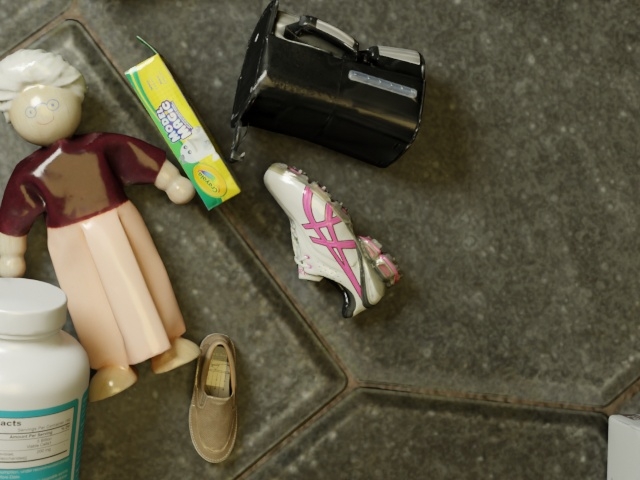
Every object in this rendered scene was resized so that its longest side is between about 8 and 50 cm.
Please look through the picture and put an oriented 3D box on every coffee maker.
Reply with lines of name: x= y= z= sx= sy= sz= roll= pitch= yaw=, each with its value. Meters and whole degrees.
coffee maker: x=0.006 y=-0.137 z=1.169 sx=0.178 sy=0.120 sz=0.171 roll=17 pitch=90 yaw=-14

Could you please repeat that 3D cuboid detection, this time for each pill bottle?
pill bottle: x=-0.294 y=0.173 z=1.062 sx=0.146 sy=0.146 sz=0.264 roll=6 pitch=105 yaw=-13

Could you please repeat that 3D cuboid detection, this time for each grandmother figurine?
grandmother figurine: x=-0.226 y=-0.028 z=1.128 sx=0.207 sy=0.104 sz=0.342 roll=-25 pitch=100 yaw=-20

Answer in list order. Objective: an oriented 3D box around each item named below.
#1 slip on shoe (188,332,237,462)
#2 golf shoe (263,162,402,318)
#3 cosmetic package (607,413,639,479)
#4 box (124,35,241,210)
slip on shoe: x=-0.108 y=0.166 z=1.187 sx=0.051 sy=0.041 sz=0.135 roll=6 pitch=90 yaw=-13
golf shoe: x=0.000 y=0.000 z=1.194 sx=0.086 sy=0.067 sz=0.186 roll=-44 pitch=100 yaw=-7
cosmetic package: x=0.415 y=0.293 z=1.256 sx=0.151 sy=0.151 sz=0.184 roll=1 pitch=92 yaw=-13
box: x=-0.141 y=-0.119 z=1.138 sx=0.043 sy=0.105 sz=0.179 roll=-29 pitch=97 yaw=0
